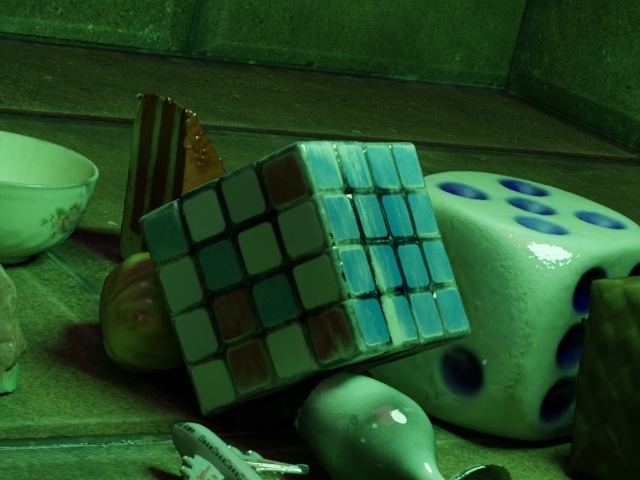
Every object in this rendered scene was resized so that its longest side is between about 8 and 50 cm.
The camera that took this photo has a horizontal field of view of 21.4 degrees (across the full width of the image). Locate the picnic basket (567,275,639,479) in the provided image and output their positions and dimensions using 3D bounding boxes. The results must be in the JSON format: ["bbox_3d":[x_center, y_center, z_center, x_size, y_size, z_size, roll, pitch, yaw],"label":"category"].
[{"bbox_3d":[0.474,0.183,1.984,0.321,0.291,0.254,11,9,44],"label":"picnic basket"}]

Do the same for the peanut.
[{"bbox_3d":[-0.191,0.072,2.118,0.147,0.148,0.319,16,18,9],"label":"peanut"}]

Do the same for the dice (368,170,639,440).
[{"bbox_3d":[0.241,0.078,2.202,0.304,0.277,0.304,25,17,40],"label":"dice"}]

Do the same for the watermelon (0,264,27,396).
[{"bbox_3d":[-0.456,0.054,1.798,0.250,0.293,0.283,-26,32,-18],"label":"watermelon"}]

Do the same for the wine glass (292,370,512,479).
[{"bbox_3d":[0.084,0.234,1.800,0.126,0.126,0.241,1,23,-38],"label":"wine glass"}]

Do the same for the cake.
[{"bbox_3d":[-0.225,-0.061,2.384,0.159,0.262,0.158,-40,38,-21],"label":"cake"}]

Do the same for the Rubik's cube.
[{"bbox_3d":[-0.015,0.040,1.992,0.253,0.259,0.256,-20,-7,33],"label":"Rubik's cube"}]

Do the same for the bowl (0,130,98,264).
[{"bbox_3d":[-0.453,-0.056,2.335,0.277,0.145,0.277,14,15,-4],"label":"bowl"}]

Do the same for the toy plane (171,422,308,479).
[{"bbox_3d":[-0.096,0.239,1.739,0.171,0.066,0.162,23,19,38],"label":"toy plane"}]
